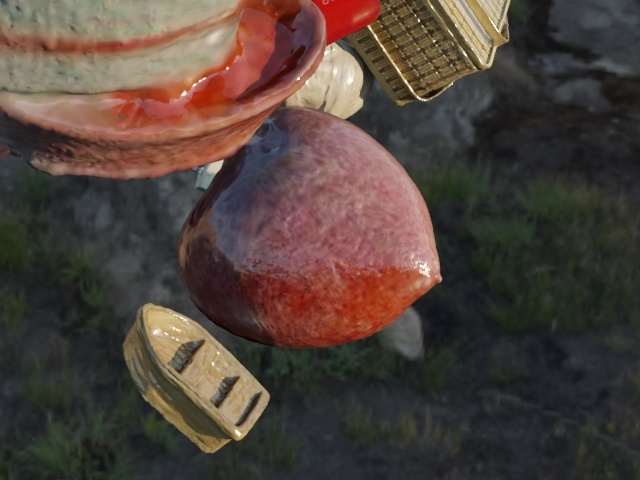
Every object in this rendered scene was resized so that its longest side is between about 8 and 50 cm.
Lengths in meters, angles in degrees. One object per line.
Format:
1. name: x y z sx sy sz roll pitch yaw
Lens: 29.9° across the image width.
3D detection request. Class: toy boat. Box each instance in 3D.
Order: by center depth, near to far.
1. toy boat: -0.072 -0.127 0.551 0.206 0.282 0.096 -5 69 -22
2. toy boat: -0.156 0.156 1.394 0.188 0.061 0.116 45 26 -4

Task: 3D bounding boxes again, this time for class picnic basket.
1. picnic basket: 0.163 -0.381 1.799 0.175 0.228 0.313 -22 29 34

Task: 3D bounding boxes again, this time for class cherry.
1. cherry: -0.008 0.000 1.148 0.239 0.206 0.239 6 68 -14

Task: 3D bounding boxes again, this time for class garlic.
1. garlic: -0.026 -0.200 1.794 0.218 0.212 0.218 -1 -6 0

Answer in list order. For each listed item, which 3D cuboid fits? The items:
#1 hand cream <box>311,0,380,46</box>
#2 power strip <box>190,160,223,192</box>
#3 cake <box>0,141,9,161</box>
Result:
1. hand cream: -0.033 -0.278 1.189 0.125 0.193 0.193 -25 35 -1
2. power strip: -0.103 -0.070 1.910 0.252 0.027 0.060 25 69 -1
3. cake: -0.365 -0.277 1.285 0.307 0.314 0.293 47 22 -2
